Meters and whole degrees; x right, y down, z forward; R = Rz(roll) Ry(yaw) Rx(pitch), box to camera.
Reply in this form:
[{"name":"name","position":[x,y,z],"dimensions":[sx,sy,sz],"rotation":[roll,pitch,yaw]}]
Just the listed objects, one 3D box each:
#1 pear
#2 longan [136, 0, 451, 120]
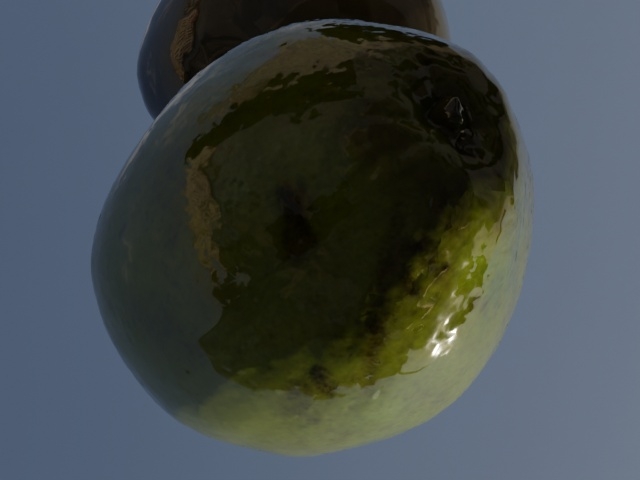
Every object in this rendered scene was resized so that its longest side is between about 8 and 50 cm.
[{"name":"pear","position":[0.000,0.000,0.750],"dimensions":[0.212,0.269,0.212],"rotation":[11,-121,-19]},{"name":"longan","position":[-0.021,-0.142,1.199],"dimensions":[0.248,0.248,0.248],"rotation":[11,-120,-20]}]
